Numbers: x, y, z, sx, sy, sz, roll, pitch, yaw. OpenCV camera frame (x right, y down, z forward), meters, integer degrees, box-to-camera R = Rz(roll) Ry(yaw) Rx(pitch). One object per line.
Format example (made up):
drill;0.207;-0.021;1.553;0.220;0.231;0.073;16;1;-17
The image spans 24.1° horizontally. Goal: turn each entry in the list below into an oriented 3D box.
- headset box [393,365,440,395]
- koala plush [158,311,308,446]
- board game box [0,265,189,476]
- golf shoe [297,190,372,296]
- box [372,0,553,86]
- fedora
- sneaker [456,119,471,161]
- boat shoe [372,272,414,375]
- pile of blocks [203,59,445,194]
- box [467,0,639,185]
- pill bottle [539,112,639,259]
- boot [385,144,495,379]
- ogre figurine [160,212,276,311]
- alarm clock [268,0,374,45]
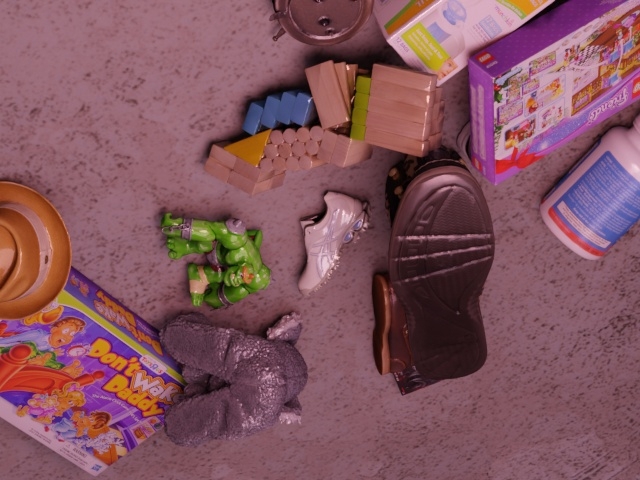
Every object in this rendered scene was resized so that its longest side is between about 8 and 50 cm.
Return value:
headset box;0.158;0.206;2.407;0.083;0.032;0.062;-20;131;3
koala plush;-0.094;0.202;2.216;0.203;0.196;0.221;-1;-179;32
board game box;-0.370;0.184;2.211;0.233;0.078;0.347;-37;128;15
golf shoe;0.000;0.000;2.188;0.086;0.069;0.176;29;115;-10
box;0.182;-0.311;1.944;0.203;0.103;0.114;-36;129;14
fedora;-0.430;0.020;2.011;0.194;0.079;0.194;2;103;9
sneaker;0.266;-0.170;2.101;0.072;0.077;0.178;14;123;-27
boat shoe;0.119;0.123;2.306;0.073;0.073;0.207;-12;138;-8
pile of blocks;0.014;-0.161;2.004;0.362;0.113;0.149;-12;95;29
box;0.328;-0.222;2.007;0.293;0.057;0.201;-30;142;-19
pill bottle;0.434;-0.087;2.185;0.124;0.124;0.221;26;118;-31
boot;0.155;-0.027;2.038;0.138;0.284;0.377;-9;135;4
ogre figurine;-0.142;0.025;2.141;0.118;0.097;0.197;-11;117;16
alarm clock;0.023;-0.316;1.915;0.192;0.064;0.129;-15;128;0
